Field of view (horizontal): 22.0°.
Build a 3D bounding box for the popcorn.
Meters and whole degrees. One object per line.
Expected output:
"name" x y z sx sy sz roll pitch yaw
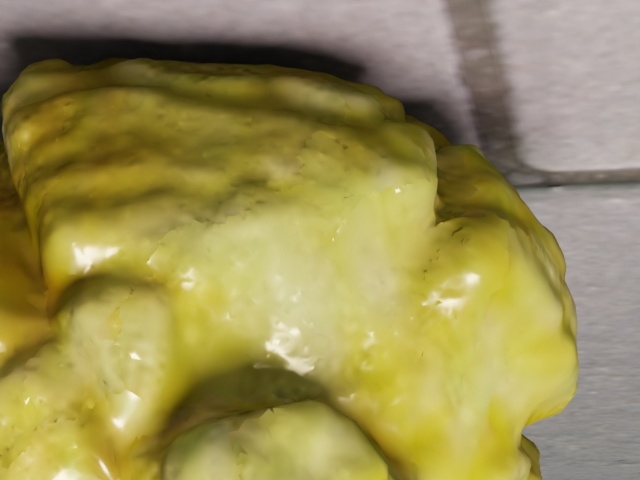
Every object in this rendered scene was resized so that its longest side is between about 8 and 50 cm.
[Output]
"popcorn" -0.049 0.052 0.575 0.258 0.270 0.224 17 126 32
